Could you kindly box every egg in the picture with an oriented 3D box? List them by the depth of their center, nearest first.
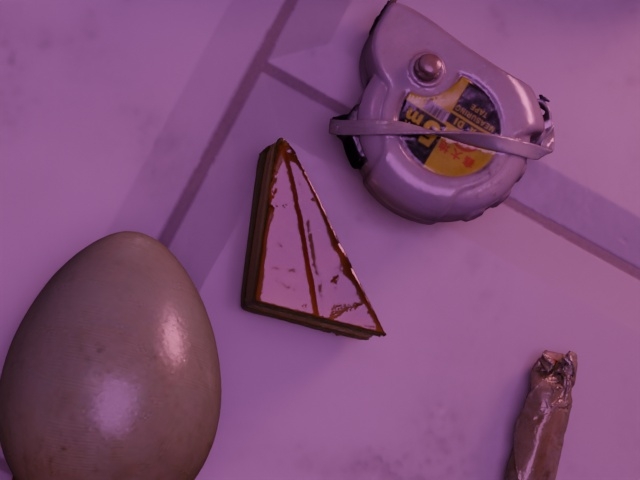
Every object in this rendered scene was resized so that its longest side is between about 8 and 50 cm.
[{"bbox_3d":[-0.204,0.135,1.796,0.218,0.218,0.295,11,71,-10],"label":"egg"}]

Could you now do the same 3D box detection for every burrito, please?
[{"bbox_3d":[0.236,0.208,1.964,0.058,0.045,0.188,14,85,-3],"label":"burrito"}]

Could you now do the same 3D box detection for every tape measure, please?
[{"bbox_3d":[0.123,-0.117,1.926,0.236,0.120,0.197,32,75,-3],"label":"tape measure"}]

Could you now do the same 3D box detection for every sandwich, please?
[{"bbox_3d":[0.000,0.000,1.897,0.144,0.117,0.187,9,82,-13],"label":"sandwich"}]

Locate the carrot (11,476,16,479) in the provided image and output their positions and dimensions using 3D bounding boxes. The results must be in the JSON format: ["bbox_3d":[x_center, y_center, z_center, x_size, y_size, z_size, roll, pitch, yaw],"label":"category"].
[{"bbox_3d":[-0.310,0.313,1.852,0.049,0.049,0.254,6,80,-11],"label":"carrot"}]
